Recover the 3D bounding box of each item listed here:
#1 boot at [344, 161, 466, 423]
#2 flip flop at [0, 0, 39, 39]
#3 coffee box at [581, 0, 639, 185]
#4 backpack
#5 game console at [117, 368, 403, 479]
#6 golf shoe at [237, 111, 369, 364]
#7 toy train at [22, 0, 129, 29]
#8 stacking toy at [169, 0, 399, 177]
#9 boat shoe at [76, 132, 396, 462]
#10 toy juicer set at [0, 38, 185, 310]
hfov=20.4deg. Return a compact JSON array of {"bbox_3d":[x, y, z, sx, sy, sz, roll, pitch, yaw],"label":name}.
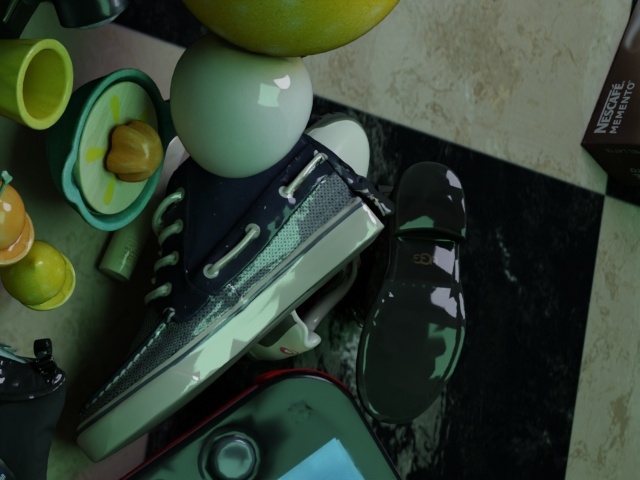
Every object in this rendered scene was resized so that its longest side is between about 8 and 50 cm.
[{"bbox_3d":[0.068,0.055,1.685,0.091,0.229,0.263,14,76,-10],"label":"boot"},{"bbox_3d":[-0.291,-0.162,1.371,0.277,0.080,0.112,-66,160,-17],"label":"flip flop"},{"bbox_3d":[0.427,-0.190,2.102,0.098,0.141,0.246,42,64,-41],"label":"coffee box"},{"bbox_3d":[-0.296,0.138,1.366,0.182,0.115,0.152,24,64,-44],"label":"backpack"},{"bbox_3d":[-0.046,0.340,1.567,0.342,0.060,0.386,-36,106,-19],"label":"game console"},{"bbox_3d":[0.000,0.000,1.673,0.105,0.120,0.273,44,61,-38],"label":"golf shoe"},{"bbox_3d":[-0.208,-0.316,1.241,0.142,0.190,0.334,-19,112,-2],"label":"toy train"},{"bbox_3d":[-0.019,-0.263,1.367,0.351,0.351,0.479,-8,123,-47],"label":"stacking toy"},{"bbox_3d":[-0.109,0.029,1.532,0.340,0.127,0.158,-40,86,-13],"label":"boat shoe"},{"bbox_3d":[-0.178,-0.039,1.453,0.329,0.089,0.209,12,90,-64],"label":"toy juicer set"}]
